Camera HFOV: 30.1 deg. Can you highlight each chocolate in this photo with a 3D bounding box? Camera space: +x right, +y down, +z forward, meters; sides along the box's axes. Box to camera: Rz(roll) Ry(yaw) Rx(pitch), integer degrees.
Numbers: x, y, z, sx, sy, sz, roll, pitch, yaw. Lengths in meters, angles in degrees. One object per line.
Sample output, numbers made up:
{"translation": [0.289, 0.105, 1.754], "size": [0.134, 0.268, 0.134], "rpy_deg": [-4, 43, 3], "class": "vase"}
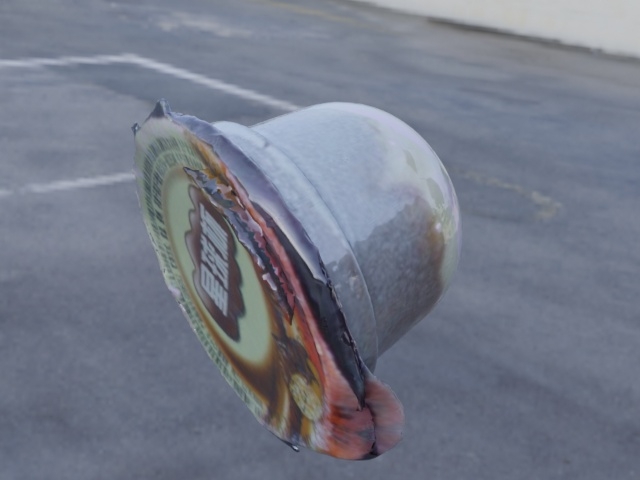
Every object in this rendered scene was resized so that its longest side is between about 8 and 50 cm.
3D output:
{"translation": [0.007, 0.001, 0.649], "size": [0.147, 0.221, 0.221], "rpy_deg": [-26, 29, -19], "class": "chocolate"}
